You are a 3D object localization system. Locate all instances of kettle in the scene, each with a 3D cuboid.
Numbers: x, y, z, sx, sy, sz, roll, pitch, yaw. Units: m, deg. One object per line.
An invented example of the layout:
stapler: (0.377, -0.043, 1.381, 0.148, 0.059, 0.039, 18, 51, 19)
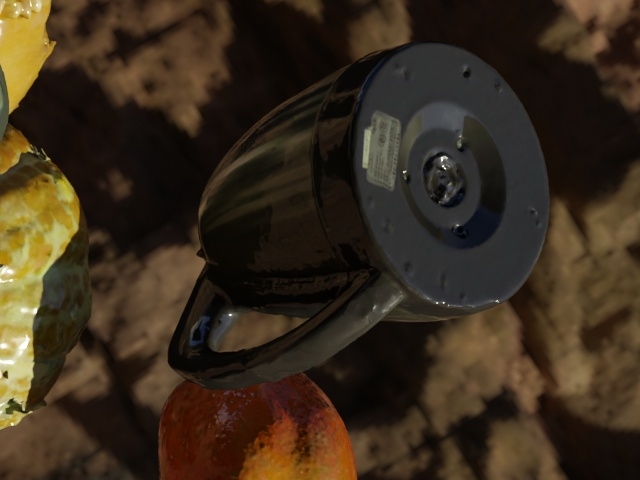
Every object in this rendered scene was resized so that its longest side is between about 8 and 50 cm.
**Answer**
kettle: (0.012, -0.006, 1.446, 0.271, 0.207, 0.251, -12, -106, 48)

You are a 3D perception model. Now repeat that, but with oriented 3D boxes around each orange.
orange: (-0.363, 0.030, 1.631, 0.329, 0.329, 0.249, 61, -1, -9)

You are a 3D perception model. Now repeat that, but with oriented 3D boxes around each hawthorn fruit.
hawthorn fruit: (-0.060, 0.191, 1.622, 0.189, 0.189, 0.189, 55, -11, 17)

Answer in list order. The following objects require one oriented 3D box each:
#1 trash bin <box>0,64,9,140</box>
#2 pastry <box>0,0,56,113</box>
trash bin: (-0.380, -0.046, 1.092, 0.223, 0.343, 0.158, -85, 158, -50)
pastry: (-0.332, -0.185, 1.251, 0.311, 0.255, 0.162, 25, 15, 4)
